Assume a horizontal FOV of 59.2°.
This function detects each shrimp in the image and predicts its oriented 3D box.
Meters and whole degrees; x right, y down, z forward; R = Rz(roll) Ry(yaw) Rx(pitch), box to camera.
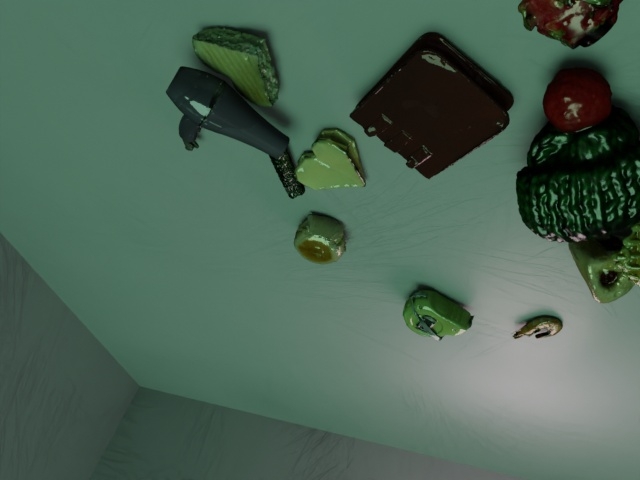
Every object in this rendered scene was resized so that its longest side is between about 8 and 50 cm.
[{"bbox_3d":[0.670,0.275,1.740,0.095,0.045,0.162,17,144,-30],"label":"shrimp"}]

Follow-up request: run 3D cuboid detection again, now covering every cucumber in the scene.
[{"bbox_3d":[-0.093,-0.191,1.515,0.058,0.058,0.187,3,142,24],"label":"cucumber"}]

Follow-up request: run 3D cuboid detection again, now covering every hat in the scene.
[{"bbox_3d":[0.512,-0.181,1.120,0.275,0.242,0.332,-17,108,12],"label":"hat"}]

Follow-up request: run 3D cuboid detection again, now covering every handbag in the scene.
[{"bbox_3d":[0.234,-0.277,1.214,0.260,0.084,0.275,32,143,-15],"label":"handbag"}]

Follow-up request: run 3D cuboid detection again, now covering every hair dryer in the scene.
[{"bbox_3d":[-0.270,-0.284,1.431,0.301,0.121,0.361,30,162,-24],"label":"hair dryer"}]

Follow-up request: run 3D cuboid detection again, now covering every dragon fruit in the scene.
[{"bbox_3d":[0.397,-0.408,0.907,0.172,0.160,0.166,37,-177,-13],"label":"dragon fruit"}]

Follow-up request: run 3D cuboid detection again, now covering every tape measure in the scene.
[{"bbox_3d":[0.351,0.240,1.789,0.200,0.106,0.175,31,140,-9],"label":"tape measure"}]

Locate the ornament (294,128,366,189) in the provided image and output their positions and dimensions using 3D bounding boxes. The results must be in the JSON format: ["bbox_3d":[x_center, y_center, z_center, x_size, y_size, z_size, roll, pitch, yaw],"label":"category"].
[{"bbox_3d":[0.040,-0.186,1.455,0.180,0.059,0.201,30,146,-12],"label":"ornament"}]

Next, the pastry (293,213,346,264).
[{"bbox_3d":[0.000,0.000,1.682,0.166,0.088,0.165,11,142,9],"label":"pastry"}]

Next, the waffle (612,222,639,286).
[{"bbox_3d":[0.769,0.018,1.259,0.214,0.054,0.207,31,104,-18],"label":"waffle"}]

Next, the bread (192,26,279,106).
[{"bbox_3d":[-0.175,-0.405,1.265,0.232,0.064,0.172,37,154,-17],"label":"bread"}]

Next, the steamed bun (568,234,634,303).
[{"bbox_3d":[0.701,0.050,1.352,0.155,0.140,0.172,-27,120,19],"label":"steamed bun"}]
